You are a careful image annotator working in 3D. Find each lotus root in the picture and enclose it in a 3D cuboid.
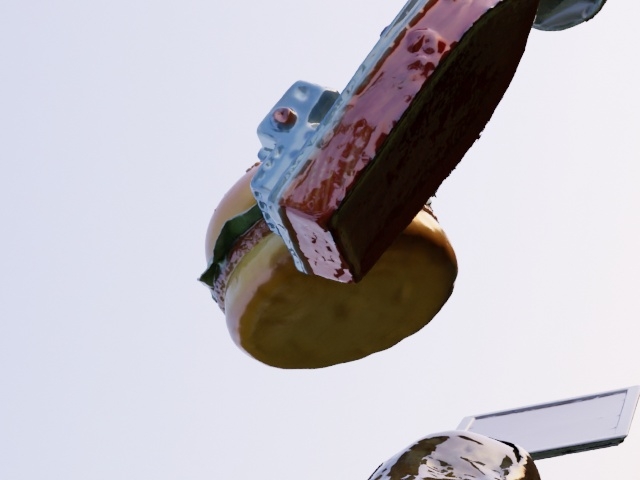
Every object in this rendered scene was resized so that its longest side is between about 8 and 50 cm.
[{"bbox_3d":[0.103,0.256,1.550,0.275,0.160,0.152,-36,-68,-61],"label":"lotus root"}]

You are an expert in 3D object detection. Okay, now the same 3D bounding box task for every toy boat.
[{"bbox_3d":[0.059,-0.128,1.568,0.332,0.133,0.145,-52,-33,-18],"label":"toy boat"}]

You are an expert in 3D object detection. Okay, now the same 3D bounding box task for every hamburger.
[{"bbox_3d":[0.002,0.000,1.705,0.246,0.170,0.246,-13,-35,-9],"label":"hamburger"}]

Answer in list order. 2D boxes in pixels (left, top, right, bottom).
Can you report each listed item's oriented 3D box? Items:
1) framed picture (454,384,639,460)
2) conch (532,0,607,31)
[{"bbox_3d":[0.258,0.225,2.151,0.296,0.232,0.019,-27,-76,-75],"label":"framed picture"},{"bbox_3d":[0.308,-0.330,2.067,0.124,0.181,0.187,-8,-82,-53],"label":"conch"}]
